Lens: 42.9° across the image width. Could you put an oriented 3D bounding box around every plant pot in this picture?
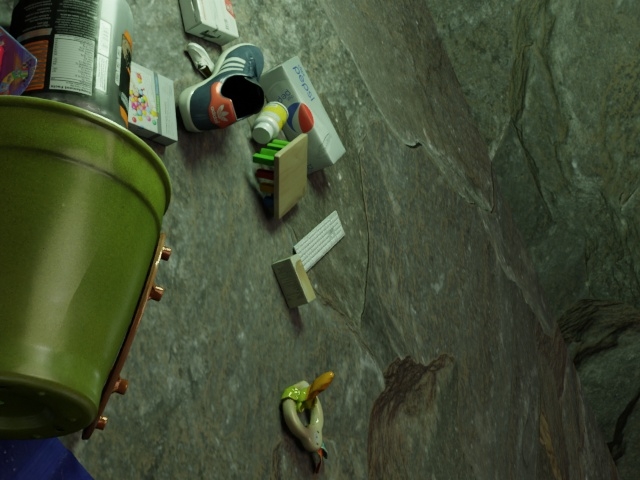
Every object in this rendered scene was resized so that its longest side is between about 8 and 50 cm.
[{"bbox_3d":[-0.395,0.063,1.081,0.366,0.366,0.353,34,44,-44],"label":"plant pot"}]

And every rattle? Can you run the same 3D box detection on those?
[{"bbox_3d":[0.010,0.395,1.773,0.200,0.142,0.130,67,13,6],"label":"rattle"}]

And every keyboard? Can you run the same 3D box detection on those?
[{"bbox_3d":[0.000,0.000,2.080,0.072,0.014,0.256,64,32,-11],"label":"keyboard"}]

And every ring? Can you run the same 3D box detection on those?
[{"bbox_3d":[-0.296,0.148,1.264,0.032,0.336,0.337,21,50,-13],"label":"ring"}]

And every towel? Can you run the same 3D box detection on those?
[{"bbox_3d":[-0.455,0.339,1.150,0.308,0.076,0.228,60,26,-16],"label":"towel"}]

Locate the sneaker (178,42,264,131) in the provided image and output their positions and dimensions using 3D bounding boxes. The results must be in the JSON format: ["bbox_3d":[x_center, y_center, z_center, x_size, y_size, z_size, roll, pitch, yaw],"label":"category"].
[{"bbox_3d":[-0.176,-0.347,1.842,0.350,0.148,0.131,-61,143,-47],"label":"sneaker"}]

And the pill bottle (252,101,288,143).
[{"bbox_3d":[-0.125,-0.285,1.990,0.065,0.065,0.116,55,35,-23],"label":"pill bottle"}]

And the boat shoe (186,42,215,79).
[{"bbox_3d":[-0.272,-0.405,1.859,0.100,0.035,0.035,53,32,-38],"label":"boat shoe"}]

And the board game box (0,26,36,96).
[{"bbox_3d":[-0.529,-0.275,1.266,0.168,0.133,0.033,41,-9,21],"label":"board game box"}]

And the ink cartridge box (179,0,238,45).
[{"bbox_3d":[-0.263,-0.527,1.914,0.135,0.056,0.099,6,68,-56],"label":"ink cartridge box"}]

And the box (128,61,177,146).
[{"bbox_3d":[-0.370,-0.285,1.638,0.186,0.038,0.145,18,59,-51],"label":"box"}]

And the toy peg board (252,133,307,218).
[{"bbox_3d":[-0.099,-0.161,1.946,0.161,0.079,0.161,-47,145,-55],"label":"toy peg board"}]

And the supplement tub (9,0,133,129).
[{"bbox_3d":[-0.427,-0.263,1.377,0.207,0.207,0.338,27,52,-48],"label":"supplement tub"}]

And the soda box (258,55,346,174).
[{"bbox_3d":[-0.047,-0.322,2.105,0.286,0.091,0.098,62,33,-14],"label":"soda box"}]

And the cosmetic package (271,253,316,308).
[{"bbox_3d":[-0.062,0.094,1.891,0.041,0.060,0.115,-29,100,-58],"label":"cosmetic package"}]
